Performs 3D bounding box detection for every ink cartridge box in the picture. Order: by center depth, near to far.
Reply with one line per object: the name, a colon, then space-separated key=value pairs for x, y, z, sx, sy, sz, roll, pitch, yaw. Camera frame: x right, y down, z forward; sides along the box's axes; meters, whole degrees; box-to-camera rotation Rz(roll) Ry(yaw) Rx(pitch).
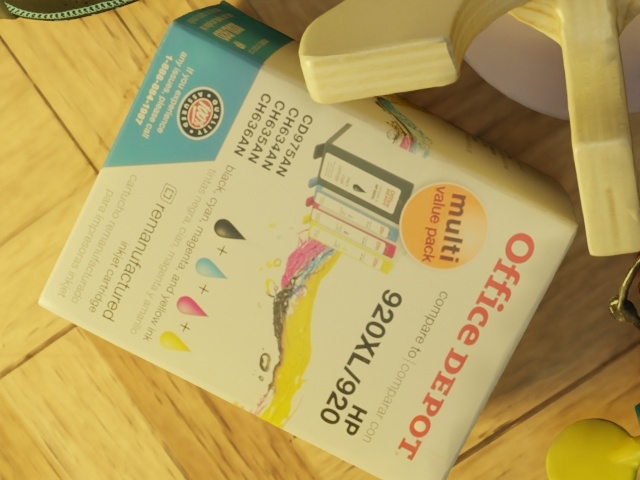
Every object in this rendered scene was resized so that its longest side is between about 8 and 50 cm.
ink cartridge box: x=0.000 y=0.000 z=0.938 sx=0.232 sy=0.168 sz=0.171 roll=27 pitch=101 yaw=0

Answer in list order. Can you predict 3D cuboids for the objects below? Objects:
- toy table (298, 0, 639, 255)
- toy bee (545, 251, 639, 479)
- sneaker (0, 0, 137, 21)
toy table: x=0.121 y=-0.134 z=0.795 sx=0.252 sy=0.161 sz=0.274 roll=-17 pitch=127 yaw=18
toy bee: x=0.231 y=0.076 z=0.955 sx=0.195 sy=0.162 sz=0.298 roll=2 pitch=125 yaw=-3
sneaker: x=-0.154 y=-0.288 z=0.932 sx=0.139 sy=0.125 sz=0.341 roll=-1 pitch=113 yaw=0
